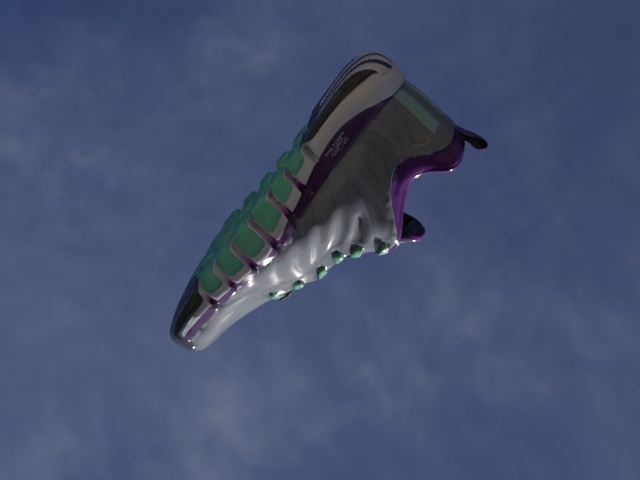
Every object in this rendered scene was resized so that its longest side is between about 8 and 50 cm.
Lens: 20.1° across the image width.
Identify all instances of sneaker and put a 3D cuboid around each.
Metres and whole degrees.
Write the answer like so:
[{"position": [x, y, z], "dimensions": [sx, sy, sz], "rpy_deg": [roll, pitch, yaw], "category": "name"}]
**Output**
[{"position": [0.000, 0.000, 1.069], "dimensions": [0.098, 0.083, 0.224], "rpy_deg": [35, -65, -8], "category": "sneaker"}]
